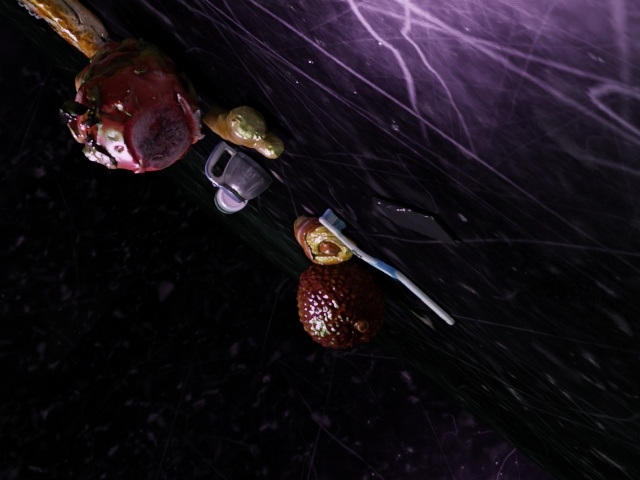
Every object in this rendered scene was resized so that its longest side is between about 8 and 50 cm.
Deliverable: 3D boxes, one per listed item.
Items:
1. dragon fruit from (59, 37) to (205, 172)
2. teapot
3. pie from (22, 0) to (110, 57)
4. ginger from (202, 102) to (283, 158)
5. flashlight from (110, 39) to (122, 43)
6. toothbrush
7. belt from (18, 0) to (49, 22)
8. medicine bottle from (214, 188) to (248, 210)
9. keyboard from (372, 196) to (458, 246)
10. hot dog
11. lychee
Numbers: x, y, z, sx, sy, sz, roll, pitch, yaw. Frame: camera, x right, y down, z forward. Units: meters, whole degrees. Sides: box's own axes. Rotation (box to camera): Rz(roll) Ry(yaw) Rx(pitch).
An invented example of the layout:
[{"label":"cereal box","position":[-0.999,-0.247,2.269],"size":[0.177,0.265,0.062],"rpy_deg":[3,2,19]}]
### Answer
[{"label":"dragon fruit","position":[-0.383,-0.271,1.721],"size":[0.291,0.269,0.250],"rpy_deg":[42,161,40]},{"label":"teapot","position":[-0.197,-0.154,2.048],"size":[0.149,0.108,0.111],"rpy_deg":[44,170,-31]},{"label":"pie","position":[-0.595,-0.525,1.947],"size":[0.308,0.085,0.308],"rpy_deg":[40,177,2]},{"label":"ginger","position":[-0.159,-0.221,1.641],"size":[0.118,0.065,0.299],"rpy_deg":[49,172,-27]},{"label":"flashlight","position":[-0.436,-0.382,2.031],"size":[0.093,0.093,0.232],"rpy_deg":[36,167,28]},{"label":"toothbrush","position":[0.148,0.068,1.897],"size":[0.386,0.040,0.040],"rpy_deg":[41,173,-7]},{"label":"belt","position":[-0.687,-0.577,2.202],"size":[0.100,0.065,0.179],"rpy_deg":[21,161,40]},{"label":"medicine bottle","position":[-0.279,-0.132,2.663],"size":[0.095,0.095,0.260],"rpy_deg":[41,174,-8]},{"label":"keyboard","position":[0.150,-0.034,1.380],"size":[0.074,0.015,0.196],"rpy_deg":[40,174,-26]},{"label":"hot dog","position":[-0.001,0.006,2.064],"size":[0.123,0.093,0.261],"rpy_deg":[43,172,-19]},{"label":"lychee","position":[0.050,0.159,2.213],"size":[0.236,0.236,0.271],"rpy_deg":[46,-174,-38]}]
